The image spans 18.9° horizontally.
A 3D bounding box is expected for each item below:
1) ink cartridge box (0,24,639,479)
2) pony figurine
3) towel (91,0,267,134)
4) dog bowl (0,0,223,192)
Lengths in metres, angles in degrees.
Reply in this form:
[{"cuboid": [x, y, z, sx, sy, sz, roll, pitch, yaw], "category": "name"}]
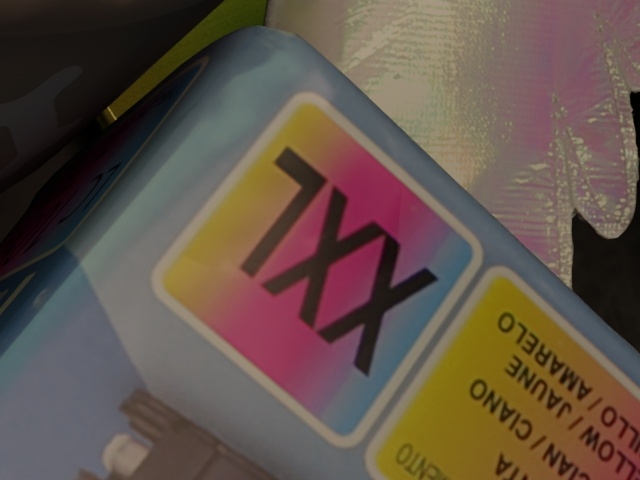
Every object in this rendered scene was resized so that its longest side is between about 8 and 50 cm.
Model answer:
[{"cuboid": [-0.048, 0.193, 0.372, 0.270, 0.151, 0.395, 42, 62, -9], "category": "ink cartridge box"}, {"cuboid": [0.145, -0.127, 0.553, 0.303, 0.363, 0.351, 3, 80, -45], "category": "pony figurine"}, {"cuboid": [0.000, 0.000, 0.580, 0.102, 0.021, 0.237, -30, 85, -42], "category": "towel"}, {"cuboid": [-0.161, -0.142, 0.426, 0.349, 0.102, 0.348, 26, 35, -20], "category": "dog bowl"}]
